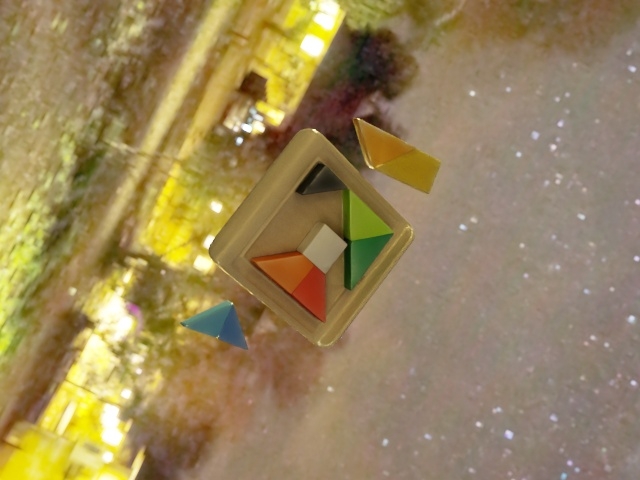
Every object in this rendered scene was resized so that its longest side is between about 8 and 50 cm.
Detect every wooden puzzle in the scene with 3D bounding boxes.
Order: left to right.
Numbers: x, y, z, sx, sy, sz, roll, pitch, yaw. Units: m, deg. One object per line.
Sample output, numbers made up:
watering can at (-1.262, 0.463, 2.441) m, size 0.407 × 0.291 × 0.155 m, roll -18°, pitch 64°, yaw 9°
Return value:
wooden puzzle at (0.000, 0.000, 0.381) m, size 0.116 × 0.078 × 0.014 m, roll -58°, pitch -150°, yaw -4°
